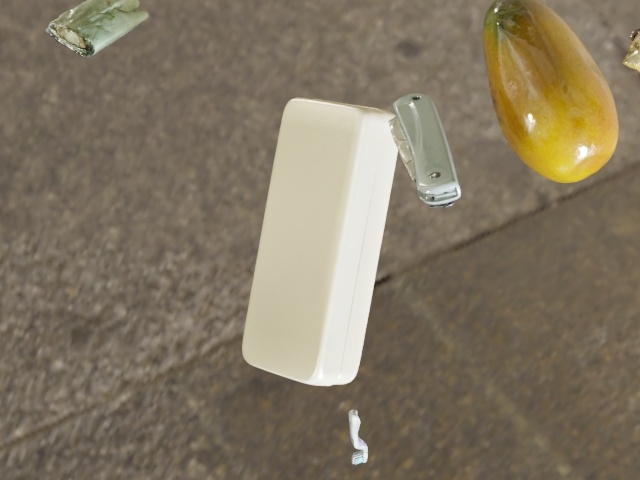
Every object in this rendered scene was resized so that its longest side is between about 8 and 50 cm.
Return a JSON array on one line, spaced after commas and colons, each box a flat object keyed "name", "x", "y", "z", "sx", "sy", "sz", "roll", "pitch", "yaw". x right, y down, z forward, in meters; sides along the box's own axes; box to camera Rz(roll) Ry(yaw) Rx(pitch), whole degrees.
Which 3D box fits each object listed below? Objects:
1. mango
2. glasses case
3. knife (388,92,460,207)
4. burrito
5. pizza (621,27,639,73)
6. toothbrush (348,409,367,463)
[{"name": "mango", "x": 0.252, "y": -0.169, "z": 1.836, "sx": 0.151, "sy": 0.120, "sz": 0.221, "roll": 14, "pitch": 53, "yaw": -58}, {"name": "glasses case", "x": 0.000, "y": 0.000, "z": 1.861, "sx": 0.131, "sy": 0.313, "sz": 0.070, "roll": 13, "pitch": 5, "yaw": 43}, {"name": "knife", "x": 0.085, "y": -0.077, "z": 1.375, "sx": 0.044, "sy": 0.023, "sz": 0.162, "roll": -11, "pitch": 33, "yaw": 1}, {"name": "burrito", "x": -0.263, "y": -0.264, "z": 1.976, "sx": 0.074, "sy": 0.044, "sz": 0.118, "roll": 33, "pitch": 52, "yaw": 22}, {"name": "pizza", "x": 0.176, "y": -0.095, "z": 0.709, "sx": 0.099, "sy": 0.100, "sz": 0.029, "roll": -33, "pitch": 49, "yaw": 2}, {"name": "toothbrush", "x": 0.027, "y": 0.146, "z": 1.225, "sx": 0.013, "sy": 0.131, "sz": 0.011, "roll": -21, "pitch": 68, "yaw": -5}]
